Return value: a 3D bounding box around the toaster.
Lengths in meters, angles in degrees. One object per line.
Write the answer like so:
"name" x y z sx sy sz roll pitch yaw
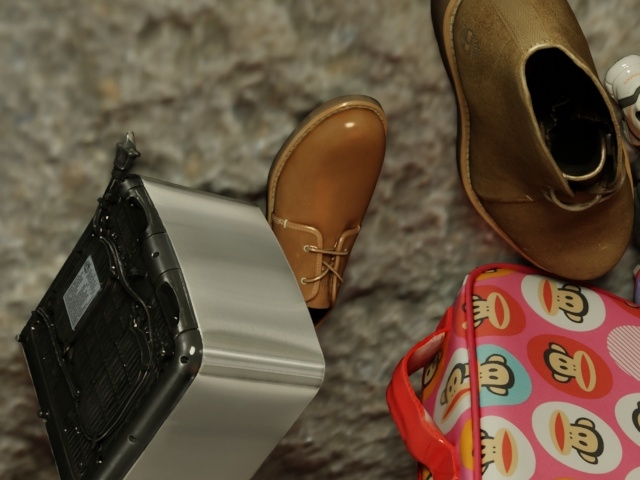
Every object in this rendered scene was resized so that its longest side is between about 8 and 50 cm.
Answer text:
"toaster" -0.096 0.062 1.065 0.110 0.168 0.185 10 129 -36

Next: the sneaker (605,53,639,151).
"sneaker" 0.226 -0.079 1.161 0.040 0.043 0.109 -36 139 9

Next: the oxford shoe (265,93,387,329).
"oxford shoe" 0.000 0.000 1.114 0.076 0.076 0.212 2 130 -25

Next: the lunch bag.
"lunch bag" 0.167 0.146 1.166 0.258 0.293 0.120 19 126 -9

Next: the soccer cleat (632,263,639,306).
"soccer cleat" 0.305 0.091 1.333 0.083 0.095 0.248 -25 139 0

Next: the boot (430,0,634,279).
"boot" 0.153 -0.049 1.106 0.112 0.115 0.305 -28 139 1

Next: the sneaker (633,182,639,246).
"sneaker" 0.334 -0.052 1.144 0.130 0.109 0.286 -21 179 -31
